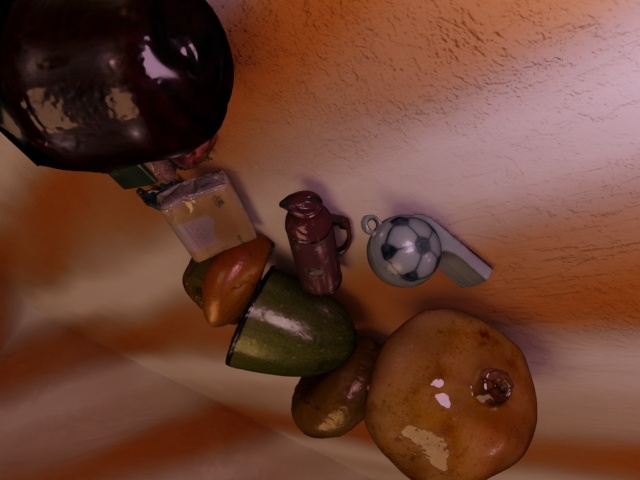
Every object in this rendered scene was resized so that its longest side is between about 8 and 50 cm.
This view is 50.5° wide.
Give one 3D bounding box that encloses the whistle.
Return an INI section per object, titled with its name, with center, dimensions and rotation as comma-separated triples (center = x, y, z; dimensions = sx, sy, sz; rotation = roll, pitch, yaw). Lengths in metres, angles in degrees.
[whistle]
center = 0.198, 0.041, 1.380
dimensions = 0.290, 0.163, 0.163
rotation = 37, 152, -11

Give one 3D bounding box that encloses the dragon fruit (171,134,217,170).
[dragon fruit]
center = -0.290, -0.201, 1.531
dimensions = 0.147, 0.102, 0.096
rotation = 18, 144, 43

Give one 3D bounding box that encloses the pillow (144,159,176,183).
[pillow]
center = -0.416, -0.248, 1.556
dimensions = 0.270, 0.067, 0.173
rotation = 55, -171, -34

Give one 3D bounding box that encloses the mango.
[mango]
center = -0.234, 0.107, 1.802
dimensions = 0.138, 0.257, 0.187
rotation = 23, 152, 15

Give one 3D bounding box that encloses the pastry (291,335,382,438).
[pastry]
center = 0.057, 0.422, 1.974
dimensions = 0.164, 0.356, 0.356
rotation = 48, 149, -10

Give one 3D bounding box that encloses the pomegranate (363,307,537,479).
[pomegranate]
center = 0.298, 0.361, 1.561
dimensions = 0.417, 0.416, 0.416
rotation = 24, 151, 14

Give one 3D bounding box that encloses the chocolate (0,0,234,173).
[chocolate]
center = -0.328, -0.297, 1.153
dimensions = 0.332, 0.383, 0.383
rotation = 0, 139, 36

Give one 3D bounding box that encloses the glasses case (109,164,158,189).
[glasses case]
center = -0.501, -0.182, 1.827
dimensions = 0.184, 0.039, 0.078
rotation = -3, 137, 47

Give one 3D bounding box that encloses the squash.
[squash]
center = -0.060, 0.267, 1.861
dimensions = 0.309, 0.310, 0.310
rotation = 25, 152, 2

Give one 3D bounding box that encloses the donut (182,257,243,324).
[donut]
center = -0.329, 0.165, 2.160
dimensions = 0.272, 0.107, 0.272
rotation = 23, 149, 15

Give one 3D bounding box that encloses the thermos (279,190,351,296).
[thermos]
center = -0.006, 0.005, 1.571
dimensions = 0.136, 0.109, 0.330
rotation = 20, 150, 21

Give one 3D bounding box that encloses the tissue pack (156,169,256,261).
[tissue pack]
center = -0.279, -0.059, 1.680
dimensions = 0.186, 0.090, 0.222
rotation = -21, 140, 1

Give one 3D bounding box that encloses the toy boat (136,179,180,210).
[toy boat]
center = -0.432, -0.126, 1.814
dimensions = 0.077, 0.075, 0.186
rotation = 42, 156, -24
